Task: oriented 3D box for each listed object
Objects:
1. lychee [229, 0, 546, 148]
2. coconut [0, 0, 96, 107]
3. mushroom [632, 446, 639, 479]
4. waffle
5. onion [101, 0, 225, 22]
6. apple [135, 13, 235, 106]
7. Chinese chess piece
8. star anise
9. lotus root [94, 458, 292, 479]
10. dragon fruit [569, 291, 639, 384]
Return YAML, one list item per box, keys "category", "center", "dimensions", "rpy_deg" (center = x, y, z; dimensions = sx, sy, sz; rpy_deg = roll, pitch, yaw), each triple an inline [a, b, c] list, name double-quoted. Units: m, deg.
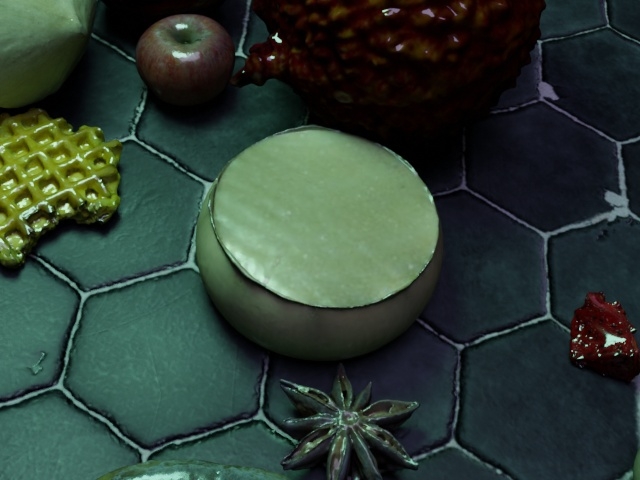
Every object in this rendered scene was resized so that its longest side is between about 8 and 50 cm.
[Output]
- category: "lychee"
  center: [0.094, -0.331, 1.509]
  dimensions: [0.500, 0.424, 0.424]
  rpy_deg: [-27, 62, -20]
- category: "coconut"
  center: [-0.461, -0.339, 1.497]
  dimensions: [0.329, 0.328, 0.328]
  rpy_deg: [4, 53, -6]
- category: "mushroom"
  center: [0.485, 0.304, 1.250]
  dimensions: [0.204, 0.204, 0.204]
  rpy_deg: [4, 53, -6]
- category: "waffle"
  center: [-0.410, -0.080, 1.460]
  dimensions: [0.291, 0.051, 0.291]
  rpy_deg: [3, 52, -4]
- category: "onion"
  center: [-0.241, -0.424, 1.661]
  dimensions: [0.252, 0.219, 0.252]
  rpy_deg: [-13, 12, 3]
- category: "apple"
  center: [-0.208, -0.276, 1.599]
  dimensions: [0.154, 0.120, 0.153]
  rpy_deg: [1, 51, -1]
- category: "Chinese chess piece"
  center: [0.000, 0.000, 1.411]
  dimensions: [0.338, 0.140, 0.338]
  rpy_deg: [5, 51, -7]
- category: "star anise"
  center: [0.034, 0.233, 1.289]
  dimensions: [0.195, 0.065, 0.182]
  rpy_deg: [-14, 52, -14]
- category: "lotus root"
  center: [-0.124, 0.329, 1.134]
  dimensions: [0.350, 0.175, 0.175]
  rpy_deg: [5, 52, -10]
- category: "dragon fruit"
  center: [0.401, 0.120, 1.430]
  dimensions: [0.097, 0.063, 0.131]
  rpy_deg: [14, 52, 1]
